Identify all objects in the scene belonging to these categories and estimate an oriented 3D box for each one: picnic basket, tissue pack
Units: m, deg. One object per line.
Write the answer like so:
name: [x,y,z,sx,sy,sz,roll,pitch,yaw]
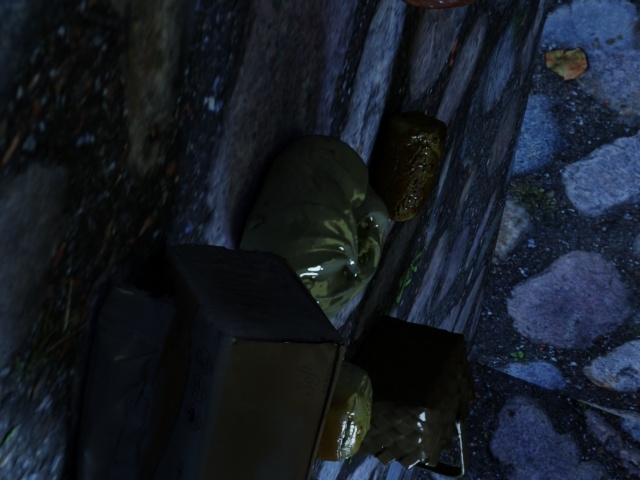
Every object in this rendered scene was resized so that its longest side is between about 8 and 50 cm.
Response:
picnic basket: [0.187,0.356,2.104,0.291,0.254,0.321,-51,141,-45]
tissue pack: [-0.134,0.181,1.024,0.238,0.238,0.305,-37,144,-62]

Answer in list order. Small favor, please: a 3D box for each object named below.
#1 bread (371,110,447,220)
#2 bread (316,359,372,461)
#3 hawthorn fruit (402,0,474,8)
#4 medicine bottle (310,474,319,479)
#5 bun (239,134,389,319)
bread: [0.149,-0.128,1.700,0.132,0.103,0.172,-29,138,-61]
bread: [0.014,0.292,1.686,0.236,0.140,0.106,88,24,-51]
hawthorn fruit: [0.148,-0.398,1.153,0.258,0.258,0.262,54,37,-70]
medicine bottle: [-0.104,0.464,1.579,0.426,0.108,0.108,2,107,-71]
bun: [0.000,0.000,1.281,0.259,0.160,0.259,20,90,-77]
